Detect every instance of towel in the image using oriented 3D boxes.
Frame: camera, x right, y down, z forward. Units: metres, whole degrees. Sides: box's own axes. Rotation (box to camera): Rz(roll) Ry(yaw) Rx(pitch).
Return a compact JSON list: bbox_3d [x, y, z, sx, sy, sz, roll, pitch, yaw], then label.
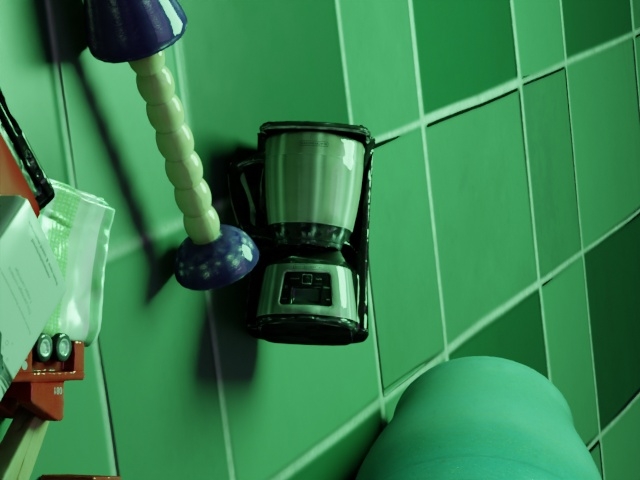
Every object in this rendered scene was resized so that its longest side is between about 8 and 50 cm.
[{"bbox_3d":[-0.196,0.009,1.358,0.152,0.023,0.113,26,65,-62],"label":"towel"}]

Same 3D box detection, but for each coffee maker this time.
[{"bbox_3d":[0.000,0.000,1.659,0.171,0.120,0.178,22,69,-63],"label":"coffee maker"}]

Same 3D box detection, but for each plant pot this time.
[{"bbox_3d":[0.149,0.252,1.822,0.255,0.271,0.272,-80,156,-55],"label":"plant pot"}]

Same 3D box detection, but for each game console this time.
[{"bbox_3d":[-0.234,-0.060,1.204,0.085,0.124,0.144,-45,133,-28],"label":"game console"}]

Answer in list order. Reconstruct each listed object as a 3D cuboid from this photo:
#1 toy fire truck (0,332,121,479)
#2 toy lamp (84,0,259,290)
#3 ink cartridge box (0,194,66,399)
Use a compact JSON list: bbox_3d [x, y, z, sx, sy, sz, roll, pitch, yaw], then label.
[{"bbox_3d":[-0.203,0.130,1.307,0.192,0.047,0.135,6,84,-64],"label":"toy fire truck"},{"bbox_3d":[-0.116,-0.091,1.470,0.080,0.080,0.275,-59,139,-49],"label":"toy lamp"},{"bbox_3d":[-0.252,0.062,1.101,0.191,0.139,0.082,-65,146,-42],"label":"ink cartridge box"}]
